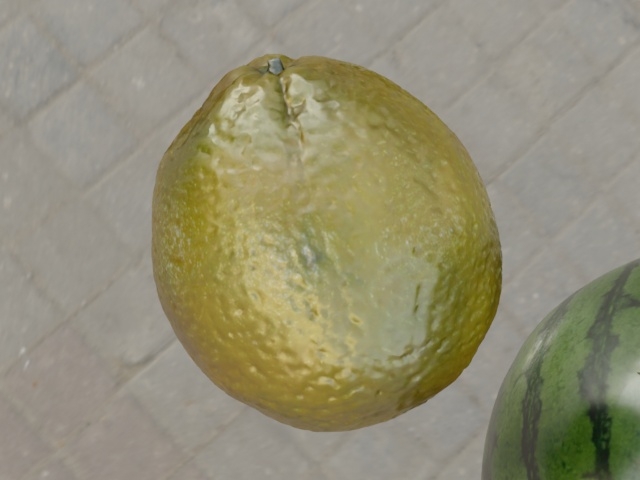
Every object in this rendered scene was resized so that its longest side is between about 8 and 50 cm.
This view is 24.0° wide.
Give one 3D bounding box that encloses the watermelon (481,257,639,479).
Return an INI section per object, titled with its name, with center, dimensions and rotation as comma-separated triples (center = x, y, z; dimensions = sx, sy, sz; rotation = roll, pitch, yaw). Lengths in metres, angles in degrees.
[watermelon]
center = 0.123, 0.061, 0.463
dimensions = 0.140, 0.141, 0.187
rotation = 27, 46, -8

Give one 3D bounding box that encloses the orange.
[orange]
center = 0.000, 0.000, 0.370
dimensions = 0.085, 0.085, 0.095
rotation = -28, 117, -18
